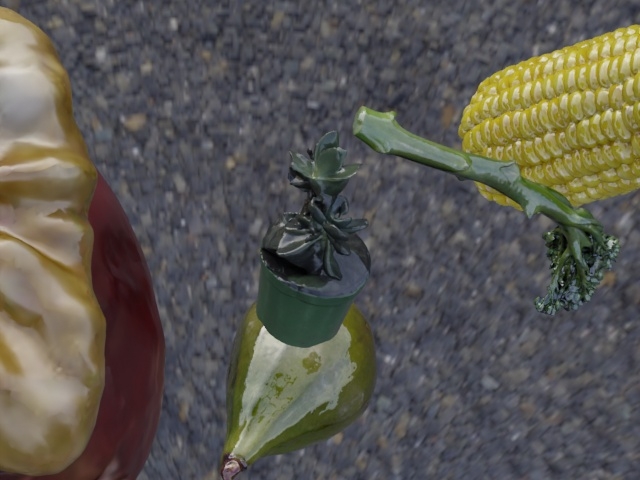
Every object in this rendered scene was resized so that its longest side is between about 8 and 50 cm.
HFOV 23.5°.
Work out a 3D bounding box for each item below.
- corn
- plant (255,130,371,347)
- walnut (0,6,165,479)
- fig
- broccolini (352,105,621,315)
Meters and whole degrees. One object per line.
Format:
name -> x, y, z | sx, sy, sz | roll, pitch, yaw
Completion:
corn -> 0.183, -0.075, 0.857 | 0.093, 0.244, 0.093 | 11, 74, -41
plant -> 0.000, 0.000, 0.668 | 0.051, 0.102, 0.051 | 7, 45, -7
walnut -> -0.167, 0.004, 0.569 | 0.221, 0.244, 0.269 | -6, 53, -33
fig -> -0.017, 0.126, 1.213 | 0.126, 0.133, 0.185 | 20, 50, -20
broccolini -> 0.088, -0.021, 0.708 | 0.052, 0.194, 0.054 | -20, 53, 31
